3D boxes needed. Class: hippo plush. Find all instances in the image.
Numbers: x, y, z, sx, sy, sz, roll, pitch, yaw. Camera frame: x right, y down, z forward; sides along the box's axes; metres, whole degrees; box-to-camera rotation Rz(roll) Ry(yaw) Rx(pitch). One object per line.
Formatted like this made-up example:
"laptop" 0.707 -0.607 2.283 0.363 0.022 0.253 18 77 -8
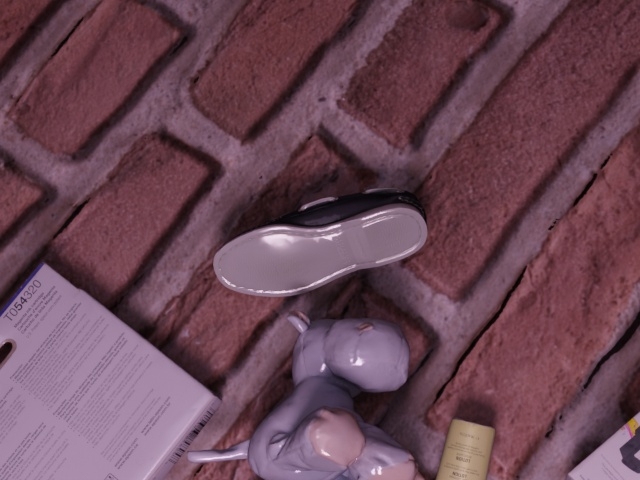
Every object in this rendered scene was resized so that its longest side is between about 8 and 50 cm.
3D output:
"hippo plush" 0.031 0.228 1.621 0.294 0.234 0.237 -16 44 45

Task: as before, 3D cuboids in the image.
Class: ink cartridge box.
"ink cartridge box" 0.402 0.277 1.569 0.175 0.127 0.072 -40 70 -6
"ink cartridge box" -0.360 0.250 1.705 0.330 0.071 0.324 36 82 19

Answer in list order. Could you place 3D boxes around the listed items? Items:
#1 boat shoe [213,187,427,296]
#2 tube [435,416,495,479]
"boat shoe" 0.000 0.000 1.723 0.302 0.091 0.114 -9 117 3
"tube" 0.176 0.356 1.612 0.062 0.070 0.240 19 82 -33
